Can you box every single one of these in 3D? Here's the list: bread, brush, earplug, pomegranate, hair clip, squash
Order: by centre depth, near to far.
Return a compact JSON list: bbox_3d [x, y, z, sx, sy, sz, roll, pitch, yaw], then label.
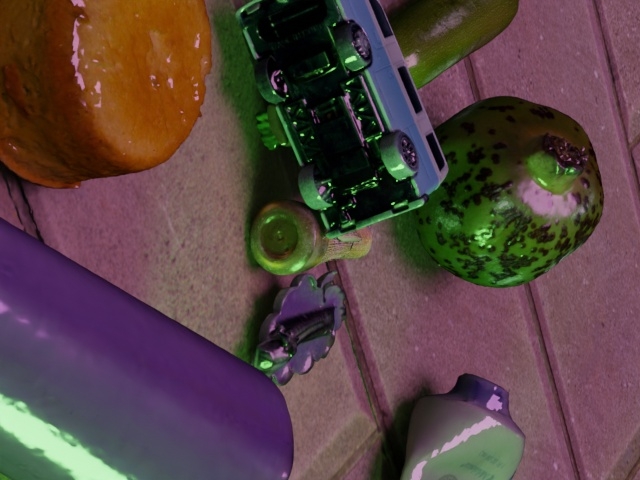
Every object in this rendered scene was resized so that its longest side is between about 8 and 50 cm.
[{"bbox_3d":[-0.232,0.116,1.481,0.456,0.215,0.215,40,55,-44],"label":"earplug"},{"bbox_3d":[-0.211,-0.169,1.587,0.268,0.146,0.268,-1,92,-58],"label":"bread"},{"bbox_3d":[-0.015,0.098,1.920,0.195,0.052,0.124,-27,131,-58],"label":"hair clip"},{"bbox_3d":[0.014,-0.135,2.005,0.282,0.048,0.054,-9,85,-58],"label":"brush"},{"bbox_3d":[0.242,-0.066,2.158,0.254,0.270,0.254,12,65,-28],"label":"pomegranate"},{"bbox_3d":[0.165,-0.276,2.204,0.379,0.101,0.101,-35,116,-48],"label":"squash"}]

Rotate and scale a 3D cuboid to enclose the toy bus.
[{"bbox_3d":[0.032,-0.159,1.880,0.165,0.133,0.271,-33,102,-63],"label":"toy bus"}]

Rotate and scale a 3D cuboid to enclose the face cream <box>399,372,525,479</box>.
[{"bbox_3d":[0.137,0.366,2.116,0.235,0.137,0.420,36,69,-51],"label":"face cream"}]

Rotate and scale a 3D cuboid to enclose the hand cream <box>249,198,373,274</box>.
[{"bbox_3d":[0.000,0.000,1.957,0.203,0.084,0.084,5,82,-63],"label":"hand cream"}]
